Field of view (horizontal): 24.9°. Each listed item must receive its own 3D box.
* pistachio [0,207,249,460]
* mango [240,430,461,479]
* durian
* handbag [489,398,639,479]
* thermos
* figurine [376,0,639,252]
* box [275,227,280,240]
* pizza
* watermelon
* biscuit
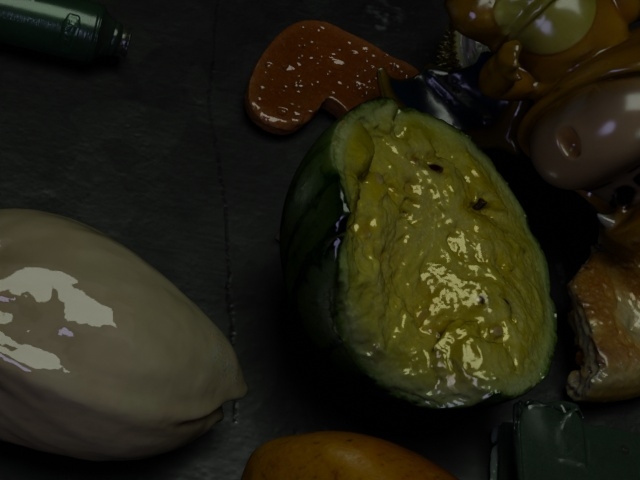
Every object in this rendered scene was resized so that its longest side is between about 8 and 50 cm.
[{"bbox_3d":[-0.220,0.093,1.308,0.332,0.207,0.226,22,5,-12],"label":"pistachio"},{"bbox_3d":[0.061,0.287,1.247,0.199,0.201,0.350,-41,57,-9],"label":"mango"},{"bbox_3d":[0.211,-0.212,1.773,0.147,0.102,0.208,15,73,-7],"label":"durian"},{"bbox_3d":[0.293,0.291,1.417,0.248,0.079,0.260,15,48,-11],"label":"handbag"},{"bbox_3d":[-0.305,-0.240,1.613,0.188,0.083,0.073,13,72,-13],"label":"thermos"},{"bbox_3d":[0.315,-0.214,1.609,0.401,0.268,0.387,-43,96,-12],"label":"figurine"},{"bbox_3d":[0.000,0.000,1.566,0.083,0.024,0.053,35,50,10],"label":"box"},{"bbox_3d":[0.366,0.058,1.628,0.182,0.074,0.365,36,50,6],"label":"pizza"},{"bbox_3d":[0.073,0.028,1.458,0.331,0.189,0.330,38,37,-36],"label":"watermelon"},{"bbox_3d":[0.014,-0.169,1.695,0.192,0.036,0.186,27,52,0],"label":"biscuit"}]
